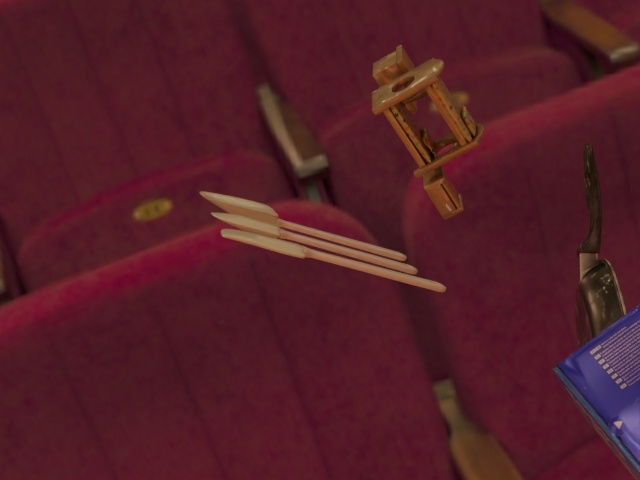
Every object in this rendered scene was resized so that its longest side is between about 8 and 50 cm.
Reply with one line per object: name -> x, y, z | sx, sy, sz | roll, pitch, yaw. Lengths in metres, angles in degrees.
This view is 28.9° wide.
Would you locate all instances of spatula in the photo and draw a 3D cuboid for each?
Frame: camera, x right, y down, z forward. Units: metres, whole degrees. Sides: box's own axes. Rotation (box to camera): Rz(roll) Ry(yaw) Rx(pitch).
spatula -> 0.000, 0.000, 1.273 | 0.242, 0.019, 0.168 | 14, 9, -18

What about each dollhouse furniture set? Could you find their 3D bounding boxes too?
dollhouse furniture set -> 0.156, -0.155, 1.607 | 0.101, 0.182, 0.161 | -28, 26, 18

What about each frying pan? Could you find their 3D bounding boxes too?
frying pan -> 0.324, 0.057, 1.437 | 0.053, 0.326, 0.197 | -9, 8, 3

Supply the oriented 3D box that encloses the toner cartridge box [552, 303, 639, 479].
toner cartridge box -> 0.386, 0.073, 1.037 | 0.348, 0.075, 0.165 | -36, 48, 0
